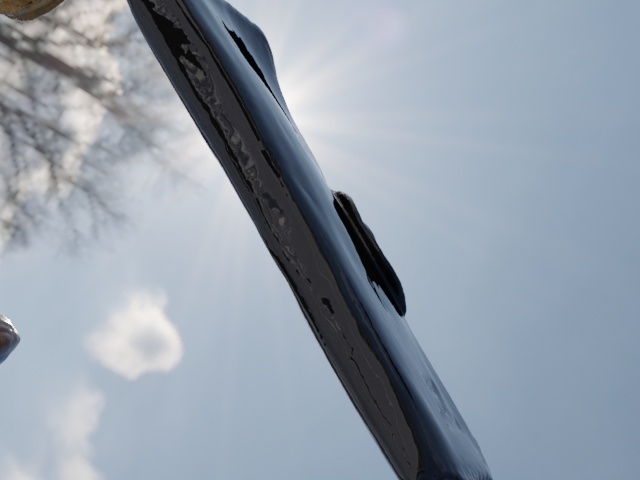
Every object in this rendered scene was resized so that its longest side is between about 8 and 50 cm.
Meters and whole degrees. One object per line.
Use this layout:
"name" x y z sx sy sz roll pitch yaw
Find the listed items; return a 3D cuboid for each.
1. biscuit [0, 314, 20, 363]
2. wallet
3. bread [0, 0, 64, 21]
"biscuit" -0.334 0.153 0.912 0.324 0.049 0.205 -33 177 25
"wallet" 0.000 0.000 0.870 0.051 0.197 0.377 -32 -108 10
"bread" -0.266 -0.253 1.306 0.111 0.044 0.083 -33 -135 -3
